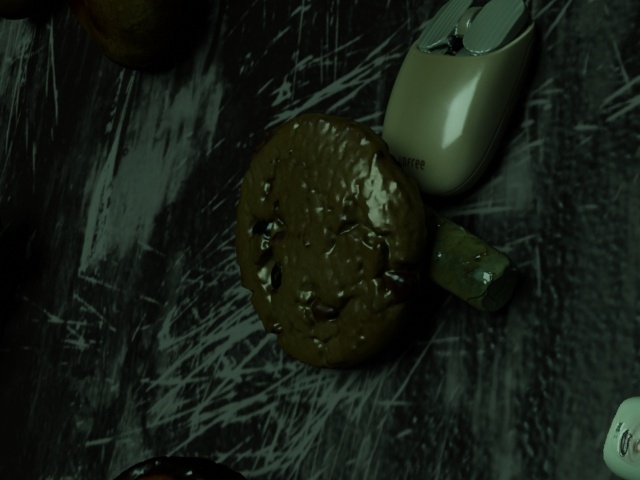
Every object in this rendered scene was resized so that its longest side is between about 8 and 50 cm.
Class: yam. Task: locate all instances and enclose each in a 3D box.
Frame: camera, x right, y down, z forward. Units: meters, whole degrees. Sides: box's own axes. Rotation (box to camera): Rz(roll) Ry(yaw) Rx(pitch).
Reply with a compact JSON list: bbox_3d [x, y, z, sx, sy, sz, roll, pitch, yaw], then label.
[{"bbox_3d":[0.093,-0.010,1.477,0.317,0.067,0.071,34,91,46],"label":"yam"}]

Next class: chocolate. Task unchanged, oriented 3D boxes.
[{"bbox_3d":[-0.472,-0.413,2.178,0.127,0.124,0.133,28,108,31],"label":"chocolate"}]

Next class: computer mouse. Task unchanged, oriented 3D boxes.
[{"bbox_3d":[0.146,-0.161,1.500,0.145,0.082,0.237,16,80,47],"label":"computer mouse"}]

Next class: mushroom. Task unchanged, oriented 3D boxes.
[{"bbox_3d":[-0.255,-0.365,1.912,0.254,0.267,0.267,-5,59,3],"label":"mushroom"}]

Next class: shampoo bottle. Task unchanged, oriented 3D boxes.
[{"bbox_3d":[0.319,0.187,1.177,0.152,0.045,0.077,17,80,45],"label":"shampoo bottle"}]

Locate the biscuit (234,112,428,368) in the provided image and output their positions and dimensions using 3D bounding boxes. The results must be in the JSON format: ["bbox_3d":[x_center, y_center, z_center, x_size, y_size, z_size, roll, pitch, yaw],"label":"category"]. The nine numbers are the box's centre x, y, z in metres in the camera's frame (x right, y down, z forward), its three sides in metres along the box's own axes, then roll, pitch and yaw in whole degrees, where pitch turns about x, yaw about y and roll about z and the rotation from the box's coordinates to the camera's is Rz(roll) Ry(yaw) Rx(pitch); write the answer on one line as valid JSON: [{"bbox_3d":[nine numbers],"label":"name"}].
[{"bbox_3d":[-0.002,0.000,1.485,0.296,0.075,0.296,4,95,53],"label":"biscuit"}]

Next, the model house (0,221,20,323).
[{"bbox_3d":[-0.519,0.046,1.898,0.204,0.211,0.243,-40,41,22],"label":"model house"}]

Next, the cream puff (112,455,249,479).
[{"bbox_3d":[-0.140,0.344,1.424,0.239,0.165,0.239,-21,55,33],"label":"cream puff"}]
